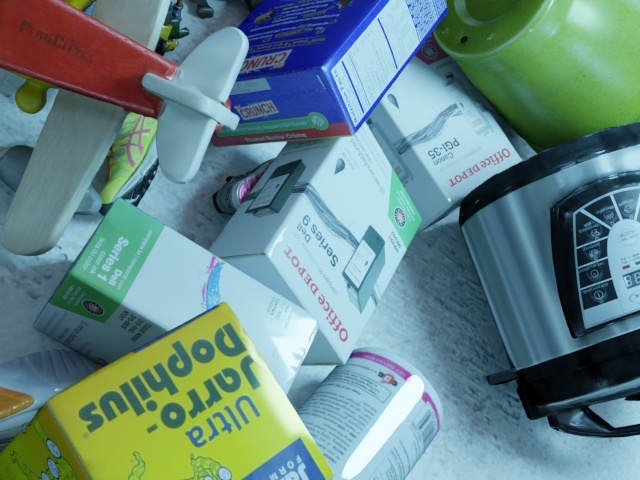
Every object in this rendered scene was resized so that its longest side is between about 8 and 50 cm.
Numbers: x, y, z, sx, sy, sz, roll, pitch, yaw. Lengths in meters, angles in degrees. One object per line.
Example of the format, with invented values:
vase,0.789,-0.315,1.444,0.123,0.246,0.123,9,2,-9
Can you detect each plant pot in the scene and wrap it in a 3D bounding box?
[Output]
plant pot,0.371,-0.339,1.406,0.353,0.366,0.367,19,58,-41

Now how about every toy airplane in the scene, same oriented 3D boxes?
toy airplane,-0.275,-0.219,1.063,0.386,0.272,0.384,-23,100,-8

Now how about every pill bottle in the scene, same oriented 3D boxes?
pill bottle,0.019,0.279,1.089,0.160,0.160,0.283,47,53,-2

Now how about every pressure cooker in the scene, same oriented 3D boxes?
pressure cooker,0.440,0.074,1.300,0.375,0.370,0.421,-8,75,-38

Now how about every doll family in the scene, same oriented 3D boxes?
doll family,-0.271,-0.296,1.243,0.193,0.111,0.076,-2,38,-27

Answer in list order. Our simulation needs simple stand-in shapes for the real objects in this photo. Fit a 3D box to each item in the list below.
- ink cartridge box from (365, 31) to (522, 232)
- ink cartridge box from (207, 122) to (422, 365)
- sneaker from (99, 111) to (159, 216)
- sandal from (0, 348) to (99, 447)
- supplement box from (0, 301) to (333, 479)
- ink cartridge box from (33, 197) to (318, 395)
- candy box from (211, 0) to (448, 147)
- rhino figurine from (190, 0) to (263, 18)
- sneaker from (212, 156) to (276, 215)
ink cartridge box,0.167,-0.184,1.423,0.207,0.117,0.283,-29,83,-37
ink cartridge box,0.000,0.000,1.190,0.211,0.121,0.289,56,47,-29
sneaker,-0.263,-0.117,1.177,0.094,0.081,0.208,27,50,-7
sandal,-0.351,0.187,0.953,0.102,0.076,0.265,26,17,29
supplement box,-0.182,0.236,0.873,0.194,0.356,0.195,-29,84,-37
ink cartridge box,-0.174,0.100,1.038,0.278,0.201,0.117,33,56,-13
candy box,-0.004,-0.280,1.258,0.317,0.268,0.122,-54,130,-34
rhino figurine,-0.111,-0.412,1.401,0.243,0.073,0.106,-2,71,-32
sneaker,-0.098,-0.077,1.255,0.170,0.074,0.063,-38,116,-57
